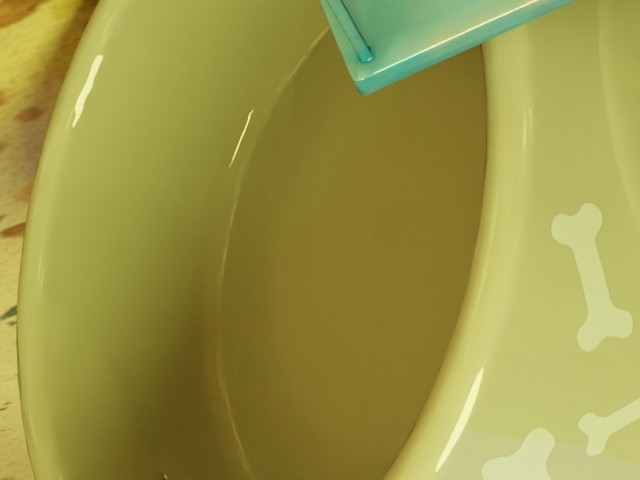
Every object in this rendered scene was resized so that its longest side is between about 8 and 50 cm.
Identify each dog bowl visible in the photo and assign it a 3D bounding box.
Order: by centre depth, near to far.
[{"bbox_3d":[0.000,0.000,0.605,0.102,0.349,0.349,13,143,-36],"label":"dog bowl"}]

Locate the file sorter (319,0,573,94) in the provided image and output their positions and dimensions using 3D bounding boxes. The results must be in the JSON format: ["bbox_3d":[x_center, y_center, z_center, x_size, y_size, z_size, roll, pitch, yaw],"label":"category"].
[{"bbox_3d":[0.025,-0.155,0.455,0.118,0.170,0.104,-24,157,6],"label":"file sorter"}]
